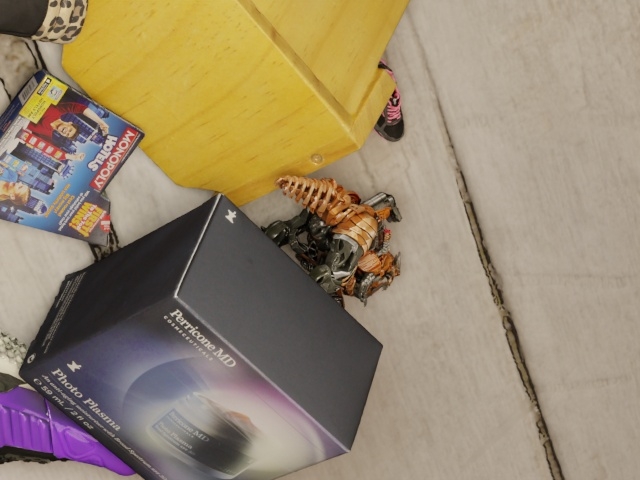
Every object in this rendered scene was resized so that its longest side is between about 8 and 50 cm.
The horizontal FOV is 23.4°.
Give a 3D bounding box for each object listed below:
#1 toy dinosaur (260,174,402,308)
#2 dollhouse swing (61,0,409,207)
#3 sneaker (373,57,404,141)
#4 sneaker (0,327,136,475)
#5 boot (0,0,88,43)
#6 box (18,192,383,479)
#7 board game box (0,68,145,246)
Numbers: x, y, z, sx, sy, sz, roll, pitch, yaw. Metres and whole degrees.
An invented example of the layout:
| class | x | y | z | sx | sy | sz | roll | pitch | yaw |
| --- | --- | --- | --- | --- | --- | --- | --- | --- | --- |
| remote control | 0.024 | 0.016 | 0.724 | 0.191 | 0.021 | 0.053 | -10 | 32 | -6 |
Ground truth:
| class | x | y | z | sx | sy | sz | roll | pitch | yaw |
| --- | --- | --- | --- | --- | --- | --- | --- | --- | --- |
| toy dinosaur | 0.000 | 0.000 | 1.962 | 0.218 | 0.164 | 0.322 | -43 | 128 | -4 |
| dollhouse swing | -0.094 | -0.292 | 1.890 | 0.315 | 0.305 | 0.347 | -24 | 125 | 31 |
| sneaker | 0.087 | -0.179 | 2.012 | 0.047 | 0.057 | 0.119 | -27 | 117 | -17 |
| sneaker | -0.359 | 0.229 | 1.921 | 0.293 | 0.102 | 0.146 | 39 | 95 | -26 |
| boot | -0.411 | -0.372 | 1.658 | 0.284 | 0.138 | 0.377 | -3 | 69 | -49 |
| box | -0.141 | 0.143 | 1.839 | 0.296 | 0.294 | 0.183 | 44 | 41 | -23 |
| board game box | -0.307 | -0.084 | 1.843 | 0.194 | 0.060 | 0.194 | 31 | 103 | -33 |
